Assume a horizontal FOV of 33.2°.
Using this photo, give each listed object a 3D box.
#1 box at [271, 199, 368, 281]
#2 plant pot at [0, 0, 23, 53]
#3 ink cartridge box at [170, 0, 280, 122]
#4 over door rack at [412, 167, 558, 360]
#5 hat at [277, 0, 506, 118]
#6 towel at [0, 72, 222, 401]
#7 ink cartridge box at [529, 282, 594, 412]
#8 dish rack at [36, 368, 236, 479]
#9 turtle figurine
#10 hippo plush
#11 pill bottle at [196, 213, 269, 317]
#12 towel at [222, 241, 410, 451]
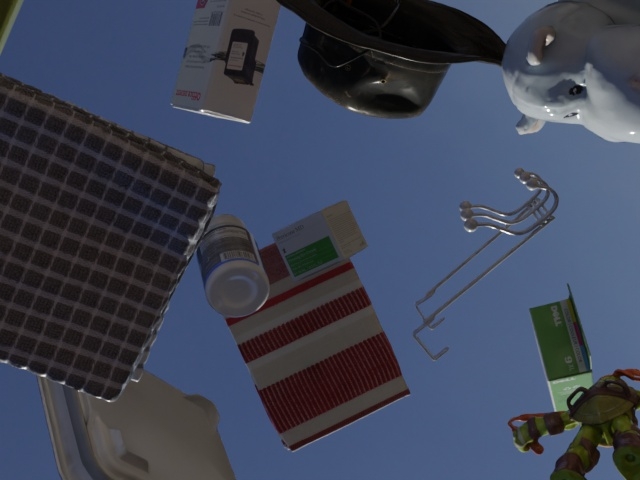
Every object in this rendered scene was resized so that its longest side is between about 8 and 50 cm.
[{"bbox_3d":[0.000,0.000,1.690,0.087,0.101,0.102,65,-153,1],"label":"box"},{"bbox_3d":[-0.597,-0.432,1.780,0.276,0.276,0.253,25,-109,-46],"label":"plant pot"},{"bbox_3d":[-0.169,-0.335,1.910,0.100,0.237,0.172,13,-176,-27],"label":"ink cartridge box"},{"bbox_3d":[0.245,0.019,1.747,0.108,0.324,0.239,37,-169,-1],"label":"over door rack"},{"bbox_3d":[0.072,-0.234,1.376,0.332,0.133,0.331,15,-156,-7],"label":"hat"},{"bbox_3d":[-0.245,-0.009,0.931,0.284,0.235,0.121,24,178,-17],"label":"towel"},{"bbox_3d":[0.329,0.151,1.462,0.209,0.062,0.108,59,-161,-60],"label":"ink cartridge box"},{"bbox_3d":[-0.210,0.256,1.372,0.333,0.072,0.285,39,-164,-43],"label":"dish rack"},{"bbox_3d":[0.319,0.191,1.143,0.217,0.270,0.087,-52,-53,-65],"label":"turtle figurine"},{"bbox_3d":[0.270,-0.223,0.993,0.294,0.234,0.236,26,-120,21],"label":"hippo plush"},{"bbox_3d":[-0.111,0.027,1.321,0.078,0.078,0.137,38,-165,-29],"label":"pill bottle"},{"bbox_3d":[-0.020,0.158,1.801,0.037,0.237,0.328,157,88,-84],"label":"towel"}]
